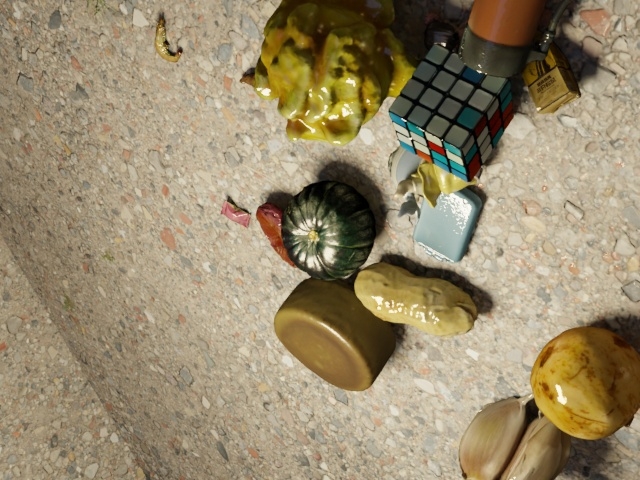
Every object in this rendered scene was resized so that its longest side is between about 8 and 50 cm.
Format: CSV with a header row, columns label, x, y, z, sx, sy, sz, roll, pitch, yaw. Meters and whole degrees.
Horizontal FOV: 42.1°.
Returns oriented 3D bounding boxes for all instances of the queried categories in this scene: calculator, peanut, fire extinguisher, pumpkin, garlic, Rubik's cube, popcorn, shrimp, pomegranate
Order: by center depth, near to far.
label,x,y,z,sx,sy,sz,roll,pitch,yaw
fire extinguisher,0.346,-0.437,1.280,0.200,0.113,0.376,4,128,-8
Rubik's cube,0.230,-0.221,1.454,0.154,0.155,0.151,31,174,22
popcorn,0.050,-0.320,1.502,0.326,0.290,0.321,22,135,-10
pomegranate,0.514,0.271,1.580,0.215,0.215,0.215,24,133,28
calculator,0.257,-0.041,1.695,0.121,0.039,0.210,30,135,21
garlic,0.414,0.450,1.785,0.210,0.292,0.237,28,160,12
peanut,0.205,0.132,1.806,0.290,0.130,0.130,17,129,34
pumpkin,0.016,-0.023,1.823,0.221,0.162,0.220,5,102,26
shrimp,-0.356,-0.468,1.954,0.083,0.023,0.114,31,141,18

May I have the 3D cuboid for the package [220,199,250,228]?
label,x,y,z,sx,sy,sz,roll,pitch,yaw
package,-0.215,-0.066,2.119,0.083,0.029,0.059,32,140,9

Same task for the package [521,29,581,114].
label,x,y,z,sx,sy,sz,roll,pitch,yaw
package,0.378,-0.282,1.396,0.071,0.047,0.131,-39,64,47

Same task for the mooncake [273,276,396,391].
label,x,y,z,sx,sy,sz,roll,pitch,yaw
mooncake,0.038,0.215,1.974,0.284,0.155,0.284,29,151,18

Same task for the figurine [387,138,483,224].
label,x,y,z,sx,sy,sz,roll,pitch,yaw
figurine,0.212,-0.129,1.590,0.184,0.128,0.208,22,95,29

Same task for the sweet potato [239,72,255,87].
label,x,y,z,sx,sy,sz,roll,pitch,yaw
sweet potato,-0.111,-0.350,1.785,0.226,0.068,0.068,-1,118,44

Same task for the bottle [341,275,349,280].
label,x,y,z,sx,sy,sz,roll,pitch,yaw
bottle,0.000,0.000,1.945,0.217,0.060,0.060,46,139,4

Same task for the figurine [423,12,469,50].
label,x,y,z,sx,sy,sz,roll,pitch,yaw
figurine,0.239,-0.362,1.462,0.129,0.054,0.072,12,122,34

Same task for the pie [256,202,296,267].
label,x,y,z,sx,sy,sz,roll,pitch,yaw
pie,-0.089,-0.014,1.992,0.182,0.050,0.182,49,164,19
